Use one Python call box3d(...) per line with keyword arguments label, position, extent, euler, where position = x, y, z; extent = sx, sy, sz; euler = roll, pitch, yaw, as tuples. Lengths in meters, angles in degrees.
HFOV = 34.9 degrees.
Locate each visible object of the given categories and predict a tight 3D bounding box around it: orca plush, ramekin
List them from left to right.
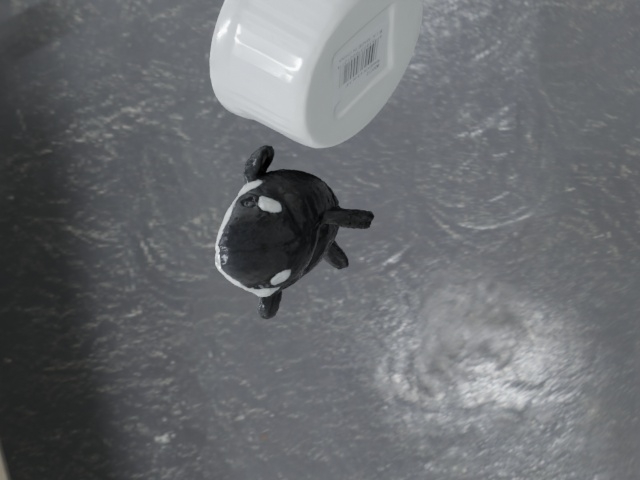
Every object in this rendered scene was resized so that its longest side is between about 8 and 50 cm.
box3d(label="orca plush", position=(0.000, 0.000, 0.924), extent=(0.102, 0.287, 0.151), euler=(2, 81, 14))
box3d(label="ramekin", position=(0.006, -0.249, 1.260), extent=(0.135, 0.277, 0.277), euler=(34, 106, 23))
